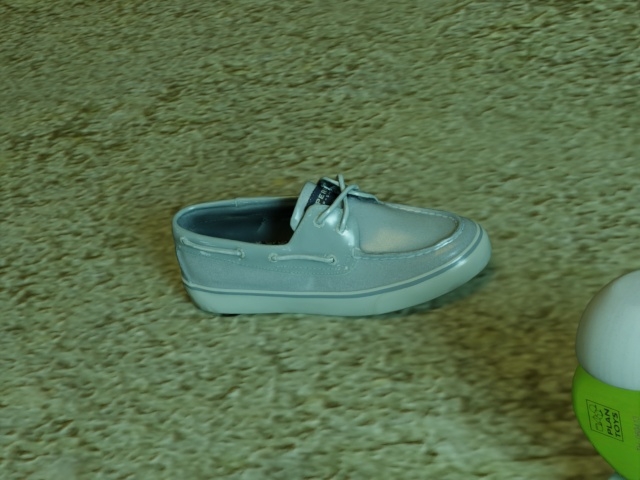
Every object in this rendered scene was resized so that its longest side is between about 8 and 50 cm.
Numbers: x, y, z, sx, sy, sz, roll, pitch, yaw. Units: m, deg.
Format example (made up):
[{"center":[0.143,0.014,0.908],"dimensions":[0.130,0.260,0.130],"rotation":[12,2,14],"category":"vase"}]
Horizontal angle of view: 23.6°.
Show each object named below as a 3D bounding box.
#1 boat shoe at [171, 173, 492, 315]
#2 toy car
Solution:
[{"center":[0.000,-0.001,1.042],"dimensions":[0.227,0.081,0.079],"rotation":[-5,36,23],"category":"boat shoe"},{"center":[0.216,0.080,0.743],"dimensions":[0.182,0.159,0.136],"rotation":[10,37,39],"category":"toy car"}]
